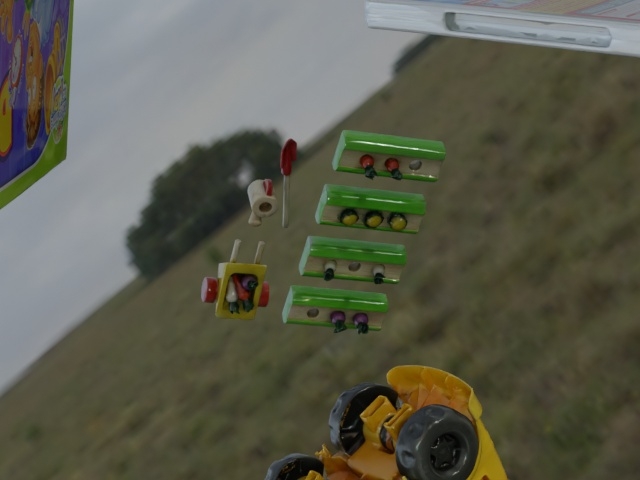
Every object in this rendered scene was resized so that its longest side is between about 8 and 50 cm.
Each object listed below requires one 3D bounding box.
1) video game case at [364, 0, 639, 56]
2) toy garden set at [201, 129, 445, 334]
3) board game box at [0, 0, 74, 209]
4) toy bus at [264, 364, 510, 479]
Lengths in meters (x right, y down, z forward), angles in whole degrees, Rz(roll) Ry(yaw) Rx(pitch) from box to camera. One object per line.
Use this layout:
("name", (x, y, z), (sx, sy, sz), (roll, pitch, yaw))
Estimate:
("video game case", (0.203, -0.168, 1.213), (0.285, 0.025, 0.204), (13, 25, 41))
("toy garden set", (0.000, 0.000, 1.760), (0.049, 0.204, 0.244), (-106, 27, -50))
("board game box", (-0.179, -0.126, 0.764), (0.078, 0.233, 0.347), (5, 12, 2))
("toy bus", (0.075, 0.257, 1.586), (0.220, 0.211, 0.149), (-42, 27, -20))
